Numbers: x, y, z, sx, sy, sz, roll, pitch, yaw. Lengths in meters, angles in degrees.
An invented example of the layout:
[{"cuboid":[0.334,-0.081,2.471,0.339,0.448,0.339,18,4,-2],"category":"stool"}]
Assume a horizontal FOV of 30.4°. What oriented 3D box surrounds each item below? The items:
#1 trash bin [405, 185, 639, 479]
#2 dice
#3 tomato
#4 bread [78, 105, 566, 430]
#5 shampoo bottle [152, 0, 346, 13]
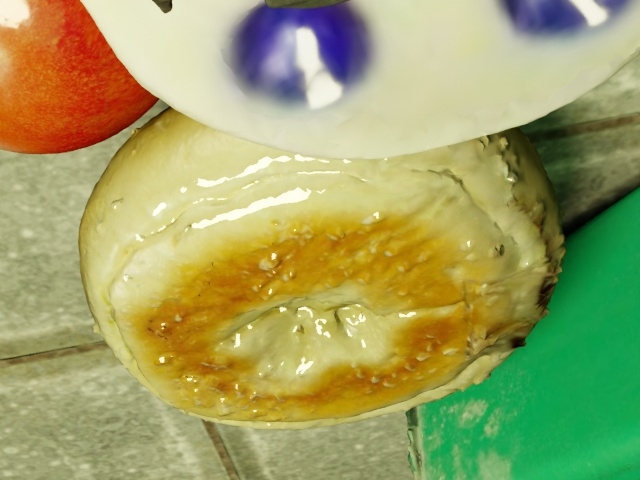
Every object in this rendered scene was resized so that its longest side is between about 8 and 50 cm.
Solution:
[{"cuboid":[0.249,0.091,0.820,0.381,0.259,0.295,-33,132,31],"category":"trash bin"},{"cuboid":[0.026,-0.206,0.454,0.243,0.259,0.251,-12,139,9],"category":"dice"},{"cuboid":[-0.155,-0.125,0.588,0.195,0.136,0.195,17,147,12],"category":"tomato"},{"cuboid":[0.000,0.000,0.755,0.305,0.159,0.306,-2,135,-2],"category":"bread"},{"cuboid":[0.013,-0.095,0.364,0.137,0.027,0.048,-10,140,3],"category":"shampoo bottle"}]
